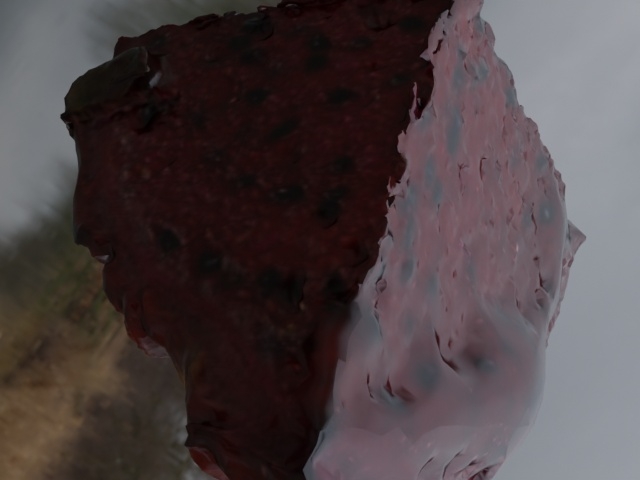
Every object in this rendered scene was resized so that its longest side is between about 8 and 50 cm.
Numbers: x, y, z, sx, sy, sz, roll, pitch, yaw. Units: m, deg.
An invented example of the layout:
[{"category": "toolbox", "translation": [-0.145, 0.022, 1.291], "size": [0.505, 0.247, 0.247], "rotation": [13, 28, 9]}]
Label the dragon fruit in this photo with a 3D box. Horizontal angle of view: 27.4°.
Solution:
[{"category": "dragon fruit", "translation": [0.000, 0.000, 0.631], "size": [0.330, 0.302, 0.240], "rotation": [-75, 177, -53]}]
